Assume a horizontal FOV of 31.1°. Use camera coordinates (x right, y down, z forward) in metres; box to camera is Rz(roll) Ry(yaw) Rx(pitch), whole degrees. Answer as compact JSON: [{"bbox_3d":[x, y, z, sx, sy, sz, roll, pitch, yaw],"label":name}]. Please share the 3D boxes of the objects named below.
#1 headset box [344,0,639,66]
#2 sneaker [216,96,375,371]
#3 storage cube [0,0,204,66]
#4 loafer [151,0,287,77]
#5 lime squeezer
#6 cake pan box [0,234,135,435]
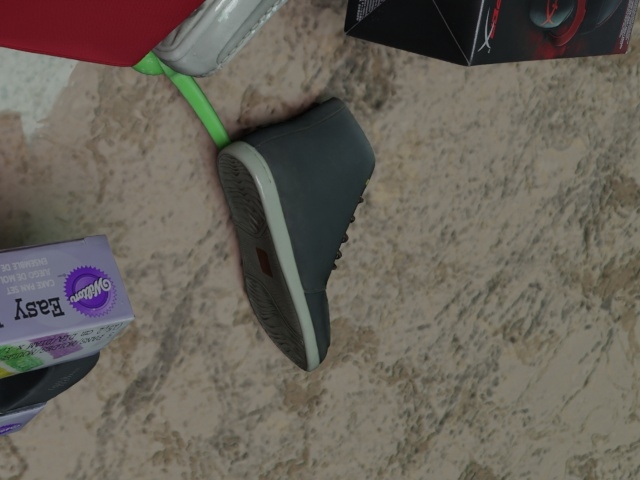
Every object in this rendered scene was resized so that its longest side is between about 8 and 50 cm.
[{"bbox_3d":[0.159,-0.250,0.848,0.293,0.110,0.218,-14,120,-52],"label":"headset box"},{"bbox_3d":[0.000,0.000,0.943,0.118,0.083,0.222,-30,128,-26],"label":"sneaker"},{"bbox_3d":[-0.164,-0.228,0.686,0.215,0.193,0.184,6,80,-25],"label":"storage cube"},{"bbox_3d":[0.003,-0.234,0.830,0.319,0.112,0.111,-51,128,-8],"label":"loafer"},{"bbox_3d":[-0.156,-0.136,0.837,0.310,0.059,0.110,23,98,-30],"label":"lime squeezer"},{"bbox_3d":[-0.278,0.089,0.742,0.267,0.246,0.070,-11,73,-39],"label":"cake pan box"}]
